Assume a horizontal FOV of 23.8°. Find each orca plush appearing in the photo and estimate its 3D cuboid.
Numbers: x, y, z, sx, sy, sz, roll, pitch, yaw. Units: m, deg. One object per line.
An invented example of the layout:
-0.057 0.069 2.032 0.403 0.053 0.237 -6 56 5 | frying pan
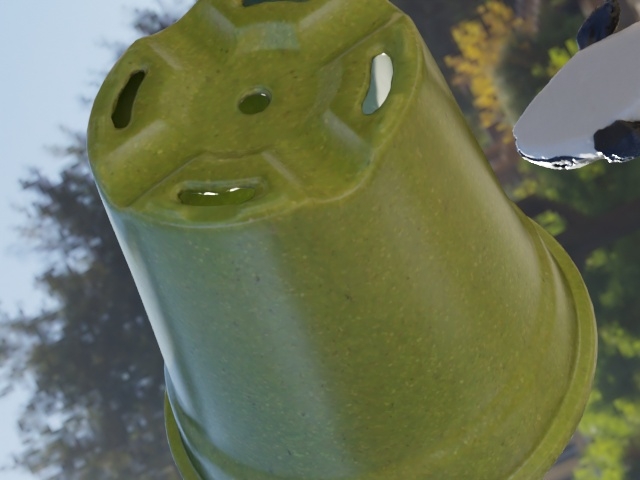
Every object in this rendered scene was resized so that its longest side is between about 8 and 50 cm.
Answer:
0.299 -0.146 1.281 0.102 0.287 0.151 22 -150 -38 | orca plush

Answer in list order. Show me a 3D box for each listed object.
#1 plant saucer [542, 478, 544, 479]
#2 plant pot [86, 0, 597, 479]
0.072 0.192 1.268 0.188 0.188 0.045 61 -162 9 | plant saucer
0.000 0.000 0.851 0.254 0.276 0.276 66 -175 -47 | plant pot
